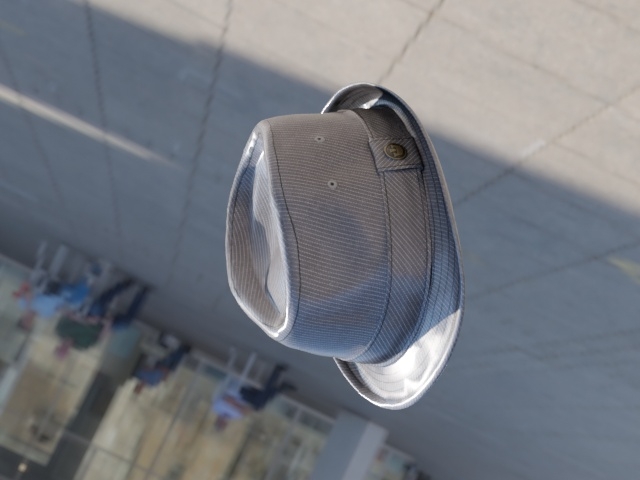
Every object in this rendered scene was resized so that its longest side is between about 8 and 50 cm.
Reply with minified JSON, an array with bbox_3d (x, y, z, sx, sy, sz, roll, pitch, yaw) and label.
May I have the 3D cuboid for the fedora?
[{"bbox_3d":[0.000,0.000,1.141,0.124,0.275,0.244,1,150,-25],"label":"fedora"}]
